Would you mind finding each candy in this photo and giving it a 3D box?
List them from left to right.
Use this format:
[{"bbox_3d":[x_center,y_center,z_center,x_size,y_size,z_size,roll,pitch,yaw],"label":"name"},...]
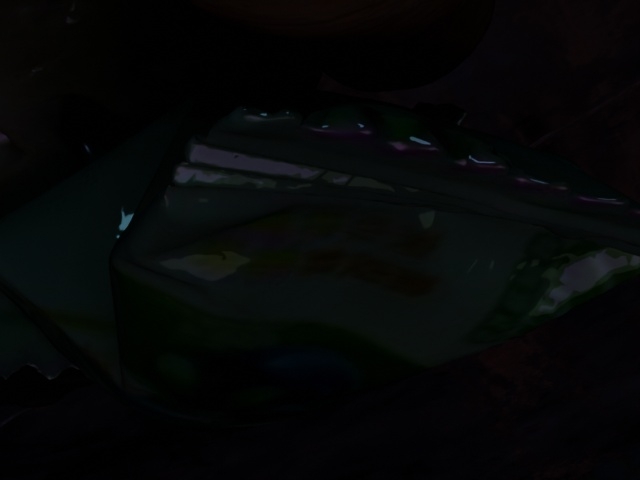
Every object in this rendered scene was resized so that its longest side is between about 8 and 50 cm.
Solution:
[{"bbox_3d":[0.000,0.007,0.648,0.262,0.172,0.398,-1,177,-27],"label":"candy"}]

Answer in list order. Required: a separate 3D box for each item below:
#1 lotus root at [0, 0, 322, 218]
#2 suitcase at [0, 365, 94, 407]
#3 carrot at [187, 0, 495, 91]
[{"bbox_3d":[-0.143,-0.133,0.668,0.374,0.111,0.390,-9,151,-23],"label":"lotus root"},{"bbox_3d":[-0.241,0.058,0.867,0.285,0.066,0.206,2,159,-42],"label":"suitcase"},{"bbox_3d":[-0.001,-0.124,0.490,0.138,0.139,0.302,-26,170,3],"label":"carrot"}]
